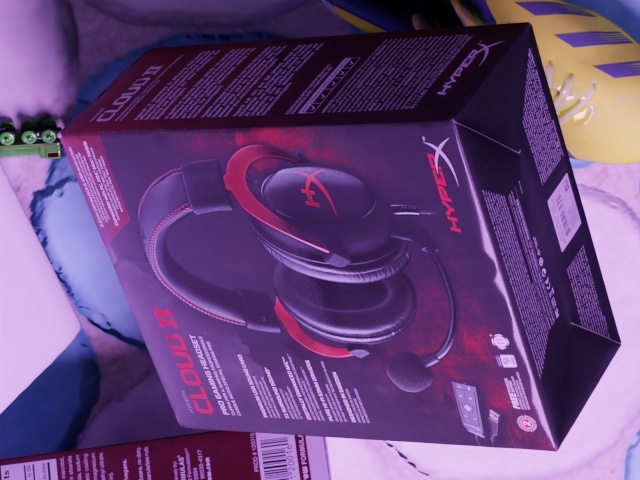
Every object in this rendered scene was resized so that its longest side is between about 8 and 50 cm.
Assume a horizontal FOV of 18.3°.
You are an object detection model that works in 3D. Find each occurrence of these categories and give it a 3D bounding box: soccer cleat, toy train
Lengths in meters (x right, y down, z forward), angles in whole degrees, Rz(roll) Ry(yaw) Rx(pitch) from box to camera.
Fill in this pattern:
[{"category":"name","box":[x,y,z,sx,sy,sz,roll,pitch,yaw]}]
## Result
[{"category":"soccer cleat","box":[0.095,-0.117,1.157,0.289,0.121,0.093,32,108,-19]},{"category":"toy train","box":[-0.170,-0.061,1.216,0.083,0.017,0.023,-3,126,-4]}]

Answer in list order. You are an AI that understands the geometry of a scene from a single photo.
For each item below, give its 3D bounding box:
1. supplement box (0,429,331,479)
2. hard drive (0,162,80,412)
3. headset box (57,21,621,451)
[{"category":"supplement box","box":[-0.111,0.173,1.265,0.239,0.130,0.073,-7,74,-1]},{"category":"hard drive","box":[-0.259,0.013,1.116,0.203,0.040,0.307,-46,142,-24]},{"category":"headset box","box":[0.000,0.000,1.150,0.293,0.110,0.218,1,123,33]}]
